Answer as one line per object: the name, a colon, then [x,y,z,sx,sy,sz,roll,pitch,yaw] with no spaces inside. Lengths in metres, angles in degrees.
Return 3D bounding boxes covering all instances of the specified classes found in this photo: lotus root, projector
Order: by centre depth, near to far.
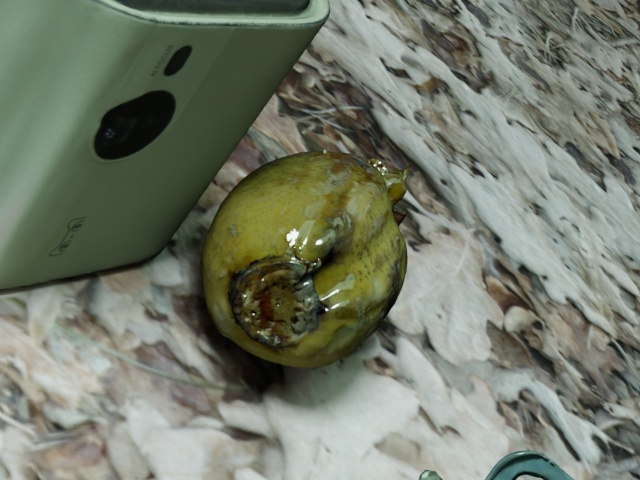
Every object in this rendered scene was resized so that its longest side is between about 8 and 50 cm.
projector: [-0.183,-0.143,0.831,0.248,0.249,0.248,51,33,19]
lotus root: [-0.002,0.001,0.947,0.154,0.154,0.278,39,30,0]

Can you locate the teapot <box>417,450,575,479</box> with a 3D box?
teapot: [0.116,0.244,0.705,0.225,0.203,0.171,39,-7,12]
